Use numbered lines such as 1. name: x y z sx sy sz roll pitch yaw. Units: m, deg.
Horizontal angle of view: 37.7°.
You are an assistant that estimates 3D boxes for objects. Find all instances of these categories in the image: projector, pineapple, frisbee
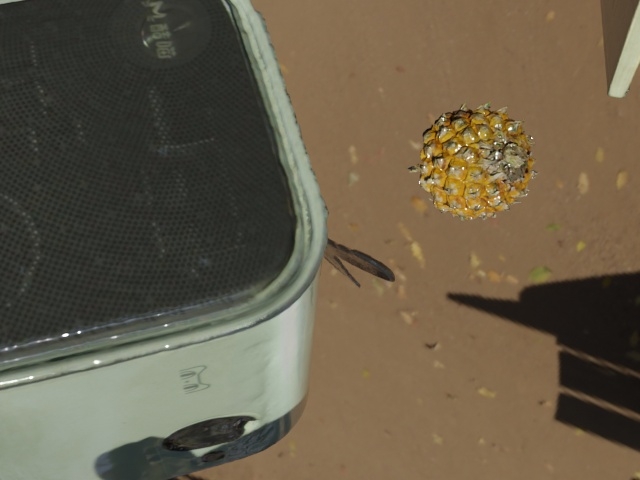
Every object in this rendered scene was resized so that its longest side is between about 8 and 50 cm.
1. projector: -0.140 0.007 0.597 0.249 0.249 0.248 96 159 -62
2. pineapple: 0.232 -0.109 1.276 0.161 0.176 0.137 63 157 -11
3. frisbee: 0.000 0.000 0.905 0.211 0.012 0.187 36 172 24

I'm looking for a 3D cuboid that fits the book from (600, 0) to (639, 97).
1. book: 0.297 -0.304 0.886 0.025 0.282 0.214 6 144 2
